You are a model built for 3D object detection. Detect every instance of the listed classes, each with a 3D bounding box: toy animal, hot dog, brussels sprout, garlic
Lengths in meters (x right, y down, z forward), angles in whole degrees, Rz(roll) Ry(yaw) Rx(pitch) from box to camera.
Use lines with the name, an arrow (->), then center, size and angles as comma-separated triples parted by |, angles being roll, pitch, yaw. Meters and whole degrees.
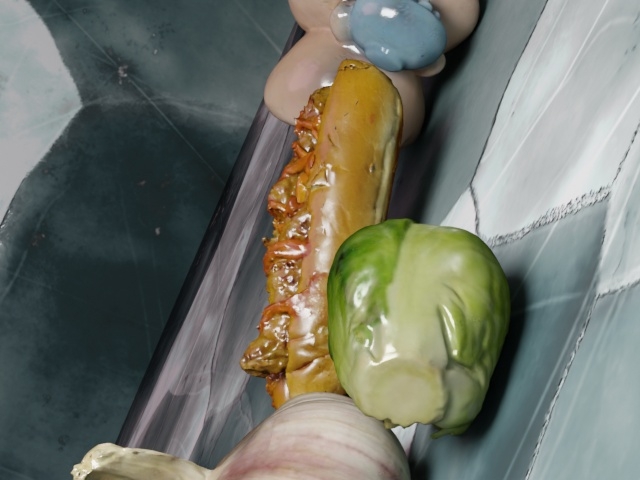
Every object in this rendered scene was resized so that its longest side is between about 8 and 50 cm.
toy animal -> 0.051, -0.210, 1.607 | 0.229, 0.210, 0.221 | -100, 30, -50
hot dog -> 0.000, 0.000, 1.417 | 0.158, 0.117, 0.348 | 89, -169, -75
brussels sprout -> 0.064, 0.056, 1.069 | 0.183, 0.131, 0.145 | -152, 81, -85
garlic -> -0.066, 0.207, 1.087 | 0.245, 0.253, 0.245 | -52, 22, 31
